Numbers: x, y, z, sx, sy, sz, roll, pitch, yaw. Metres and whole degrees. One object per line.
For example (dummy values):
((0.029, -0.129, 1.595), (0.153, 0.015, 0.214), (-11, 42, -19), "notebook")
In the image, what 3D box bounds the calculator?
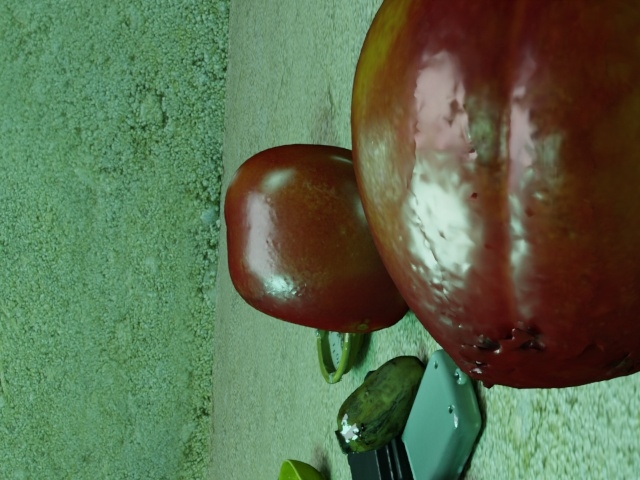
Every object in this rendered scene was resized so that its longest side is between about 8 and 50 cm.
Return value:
((0.163, 0.259, 1.437), (0.141, 0.045, 0.246), (-105, 20, -46), "calculator")

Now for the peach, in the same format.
((0.183, -0.067, 0.770), (0.370, 0.370, 0.370), (-179, 90, -76), "peach")

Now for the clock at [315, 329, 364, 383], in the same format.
((0.042, 0.144, 1.902), (0.237, 0.057, 0.237), (-177, 90, -76), "clock")

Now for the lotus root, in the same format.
((0.091, 0.245, 1.546), (0.089, 0.179, 0.080), (41, 168, 23), "lotus root")

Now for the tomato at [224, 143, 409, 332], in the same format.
((0.000, 0.000, 1.599), (0.325, 0.289, 0.293), (-158, 66, -82), "tomato")

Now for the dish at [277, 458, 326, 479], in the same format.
((-0.029, 0.517, 2.121), (0.208, 0.080, 0.149), (121, 143, -61), "dish")

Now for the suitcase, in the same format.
((0.101, 0.367, 1.639), (0.206, 0.066, 0.286), (111, 155, -53), "suitcase")
